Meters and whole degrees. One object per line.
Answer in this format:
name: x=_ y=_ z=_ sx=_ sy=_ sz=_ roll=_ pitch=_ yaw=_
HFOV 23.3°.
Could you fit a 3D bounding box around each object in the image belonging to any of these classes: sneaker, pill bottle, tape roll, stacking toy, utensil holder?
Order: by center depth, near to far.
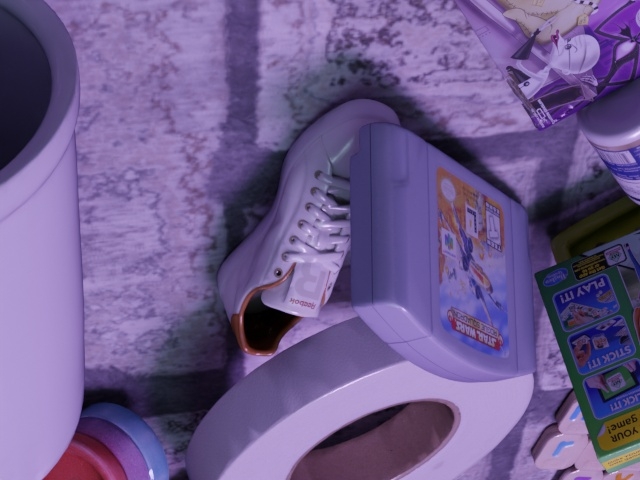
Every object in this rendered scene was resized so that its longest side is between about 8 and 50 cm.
utensil holder: x=-0.349 y=0.009 z=1.251 sx=0.327 sy=0.328 sz=0.385 roll=-7 pitch=139 yaw=-10
sneaker: x=0.000 y=0.000 z=1.484 sx=0.106 sy=0.123 sz=0.290 roll=14 pitch=128 yaw=-26
pill bottle: x=0.323 y=-0.090 z=1.506 sx=0.094 sy=0.094 sz=0.169 roll=-30 pitch=136 yaw=15
tape roll: x=0.045 y=0.204 z=1.674 sx=0.392 sy=0.072 sz=0.392 roll=-20 pitch=150 yaw=-12
stacking toy: x=-0.247 y=0.331 z=1.710 sx=0.279 sy=0.130 sz=0.309 roll=-16 pitch=101 yaw=34

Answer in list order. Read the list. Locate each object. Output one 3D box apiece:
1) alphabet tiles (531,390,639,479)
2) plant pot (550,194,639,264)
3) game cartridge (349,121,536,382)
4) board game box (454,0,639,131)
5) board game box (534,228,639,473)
alphabet tiles: x=0.410 y=0.238 z=1.923 sx=0.284 sy=0.021 sz=0.278 roll=5 pitch=133 yaw=-21
plant pot: x=0.404 y=0.077 z=1.616 sx=0.228 sy=0.227 sz=0.207 roll=-28 pitch=142 yaw=12
game cartridge: x=0.123 y=0.028 z=1.452 sx=0.062 sy=0.198 sz=0.297 roll=-16 pitch=157 yaw=29
board game box: x=0.208 y=-0.255 z=1.339 sx=0.208 sy=0.056 sz=0.347 roll=-32 pitch=135 yaw=11
board game box: x=0.383 y=0.066 z=1.473 sx=0.317 sy=0.213 sz=0.046 roll=-24 pitch=144 yaw=14
